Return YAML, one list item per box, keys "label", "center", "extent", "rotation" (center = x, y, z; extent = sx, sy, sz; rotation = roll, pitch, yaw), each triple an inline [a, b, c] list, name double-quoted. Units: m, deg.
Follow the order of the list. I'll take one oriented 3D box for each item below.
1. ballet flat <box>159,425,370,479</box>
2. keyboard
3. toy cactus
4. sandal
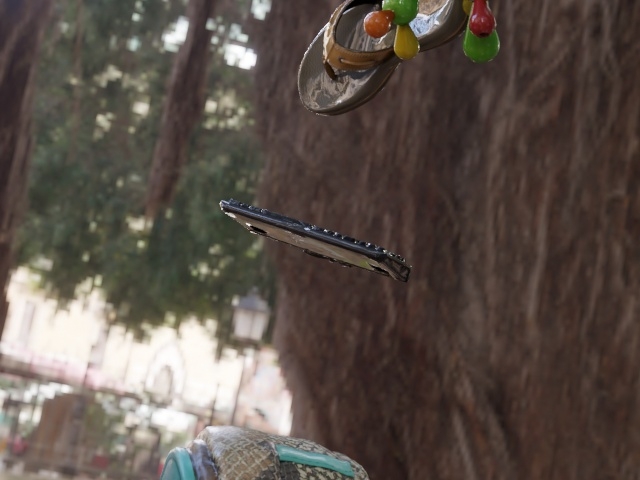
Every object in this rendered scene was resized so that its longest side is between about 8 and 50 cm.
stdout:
- label: "ballet flat"
  center: [-0.084, 0.335, 1.017]
  extent: [0.182, 0.482, 0.164]
  rotation: [10, 33, -24]
- label: "keyboard"
  center: [0.000, 0.000, 1.291]
  extent: [0.180, 0.023, 0.108]
  rotation: [19, -9, 26]
- label: "toy cactus"
  center: [0.088, -0.246, 1.043]
  extent: [0.180, 0.219, 0.112]
  rotation: [-34, -9, 39]
- label: "sandal"
  center: [0.046, -0.179, 1.191]
  extent: [0.060, 0.090, 0.219]
  rotation: [2, -16, -40]
